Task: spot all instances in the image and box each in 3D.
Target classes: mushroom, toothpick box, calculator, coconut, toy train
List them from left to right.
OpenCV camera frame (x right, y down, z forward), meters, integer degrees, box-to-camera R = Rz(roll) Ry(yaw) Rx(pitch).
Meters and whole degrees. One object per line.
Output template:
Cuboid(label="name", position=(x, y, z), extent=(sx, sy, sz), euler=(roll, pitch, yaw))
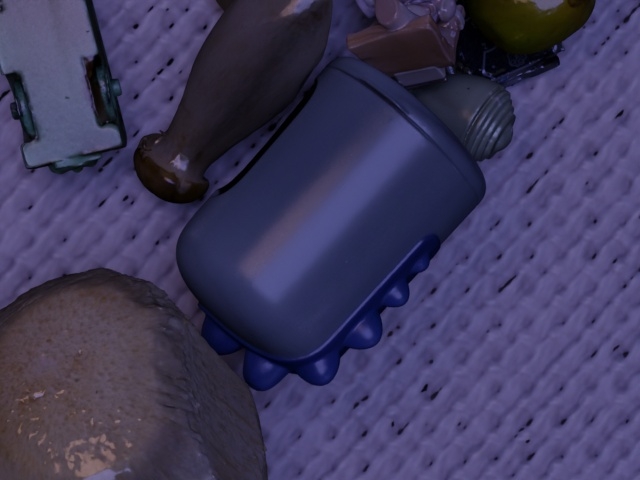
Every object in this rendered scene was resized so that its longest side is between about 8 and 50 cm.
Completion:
Cuboid(label="toy train", position=(-0.309, -0.237, 1.545), extent=(0.129, 0.159, 0.326), euler=(-15, 94, -5))
Cuboid(label="coconut", position=(-0.227, 0.243, 1.448), extent=(0.345, 0.415, 0.415), euler=(-1, 89, 1))
Cuboid(label="mushroom", position=(-0.088, -0.186, 1.540), extent=(0.128, 0.128, 0.350), euler=(38, 109, -5))
Cuboid(label="toothpick box", position=(0.000, 0.000, 1.535), extent=(0.263, 0.263, 0.354), euler=(43, 85, -5))
Cuboid(label="calculator", position=(0.182, -0.315, 1.674), extent=(0.166, 0.028, 0.274), euler=(-24, 92, -7))

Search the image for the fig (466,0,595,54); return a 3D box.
Cuboid(label="fig", position=(0.250, -0.290, 1.615), extent=(0.153, 0.121, 0.135), euler=(-7, 92, 13))

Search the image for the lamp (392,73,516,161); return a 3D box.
Cuboid(label="lamp", position=(0.142, -0.163, 1.615), extent=(0.193, 0.106, 0.106), euler=(30, 85, 16))

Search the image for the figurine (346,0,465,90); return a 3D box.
Cuboid(label="figurine", position=(0.105, -0.298, 1.565), extent=(0.163, 0.141, 0.236), euler=(-8, 56, 31))

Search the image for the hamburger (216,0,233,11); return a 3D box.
Cuboid(label="hamburger", position=(-0.065, -0.354, 1.605), extent=(0.173, 0.116, 0.210), euler=(-28, 98, 5))
